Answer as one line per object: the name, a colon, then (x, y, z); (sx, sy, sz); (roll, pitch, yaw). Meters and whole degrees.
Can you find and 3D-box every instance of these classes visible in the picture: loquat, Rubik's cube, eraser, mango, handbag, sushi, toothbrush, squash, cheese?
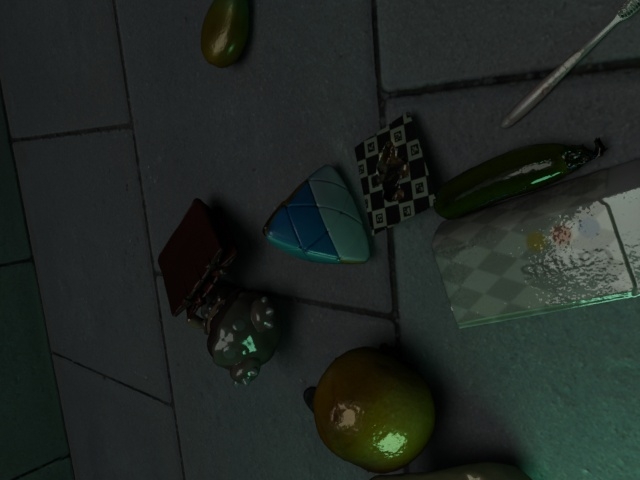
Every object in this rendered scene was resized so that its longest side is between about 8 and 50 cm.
loquat: (0.116, 0.357, 1.246); (0.274, 0.275, 0.275); (13, 109, 39)
Rubik's cube: (0.000, 0.000, 1.326); (0.254, 0.254, 0.255); (13, 109, 39)
eraser: (0.398, 0.019, 1.010); (0.396, 0.082, 0.213); (-19, 89, 43)
mango: (-0.238, -0.535, 1.423); (0.130, 0.092, 0.195); (46, 123, 25)
handbag: (-0.349, 0.047, 1.574); (0.260, 0.084, 0.275); (-53, 39, 15)
sushi: (0.163, -0.138, 1.198); (0.192, 0.040, 0.210); (-27, 70, 47)
toothbrush: (0.415, -0.294, 0.946); (0.025, 0.029, 0.307); (52, 130, 10)
squash: (0.341, -0.115, 1.025); (0.331, 0.087, 0.087); (-20, 88, 43)
cheese: (0.290, 0.605, 1.208); (0.350, 0.130, 0.328); (-11, 127, 11)

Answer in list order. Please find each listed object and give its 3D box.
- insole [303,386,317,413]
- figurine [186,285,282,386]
insole: (0.069, 0.485, 1.476); (0.309, 0.012, 0.110); (35, 121, 30)
figurine: (-0.243, 0.230, 1.574); (0.380, 0.203, 0.248); (24, 93, 53)
